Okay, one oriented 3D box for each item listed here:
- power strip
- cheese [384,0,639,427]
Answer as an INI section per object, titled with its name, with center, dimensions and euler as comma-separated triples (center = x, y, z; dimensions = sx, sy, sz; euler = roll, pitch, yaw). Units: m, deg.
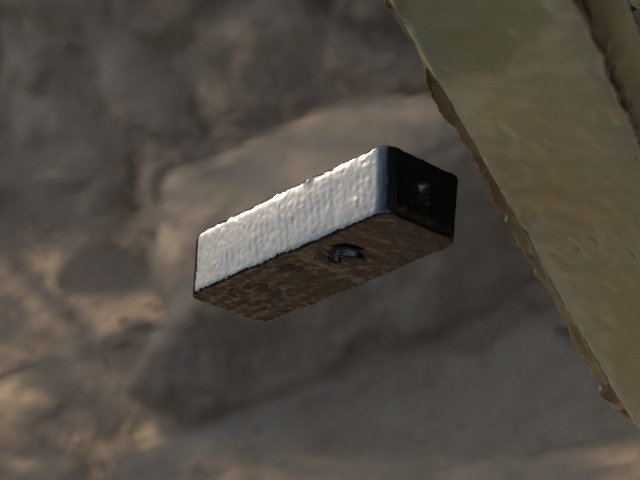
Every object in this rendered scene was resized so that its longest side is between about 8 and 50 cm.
[power strip]
center = 0.000, 0.000, 0.680
dimensions = 0.111, 0.038, 0.029
euler = -25, 53, 46
[cheese]
center = 0.088, -0.038, 0.680
dimensions = 0.085, 0.400, 0.034
euler = 9, 58, 35
